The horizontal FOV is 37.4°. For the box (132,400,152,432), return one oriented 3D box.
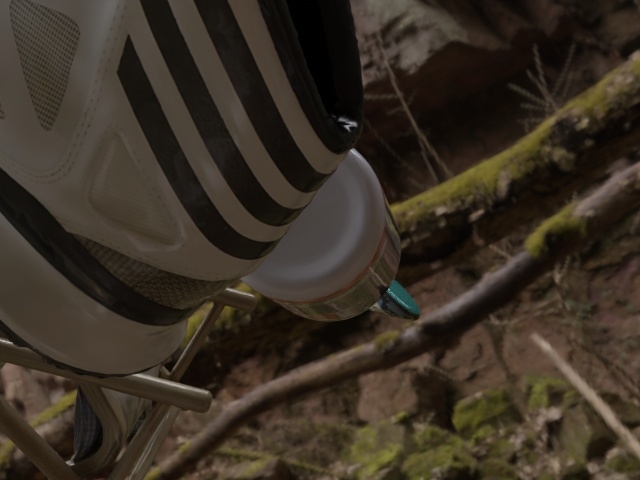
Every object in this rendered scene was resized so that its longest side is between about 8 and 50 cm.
[{"bbox_3d":[-0.369,0.258,1.814,0.077,0.147,0.180,-1,-47,-2],"label":"box"}]

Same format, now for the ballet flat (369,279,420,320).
[{"bbox_3d":[0.087,0.074,1.515,0.070,0.188,0.070,-26,-34,-19],"label":"ballet flat"}]

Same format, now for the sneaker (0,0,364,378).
[{"bbox_3d":[-0.149,-0.175,0.430,0.257,0.447,0.169,-41,3,27],"label":"sneaker"}]

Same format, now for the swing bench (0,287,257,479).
[{"bbox_3d":[-0.219,0.089,0.865,0.165,0.254,0.253,-57,4,18],"label":"swing bench"}]

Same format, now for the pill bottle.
[{"bbox_3d":[0.000,0.000,1.281,0.210,0.210,0.363,-25,-14,4],"label":"pill bottle"}]
